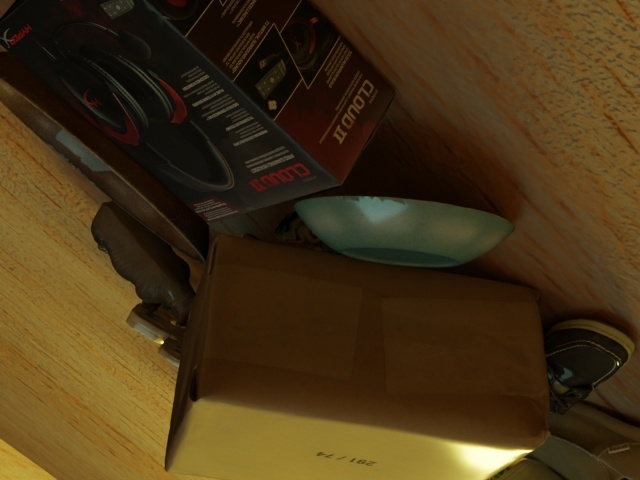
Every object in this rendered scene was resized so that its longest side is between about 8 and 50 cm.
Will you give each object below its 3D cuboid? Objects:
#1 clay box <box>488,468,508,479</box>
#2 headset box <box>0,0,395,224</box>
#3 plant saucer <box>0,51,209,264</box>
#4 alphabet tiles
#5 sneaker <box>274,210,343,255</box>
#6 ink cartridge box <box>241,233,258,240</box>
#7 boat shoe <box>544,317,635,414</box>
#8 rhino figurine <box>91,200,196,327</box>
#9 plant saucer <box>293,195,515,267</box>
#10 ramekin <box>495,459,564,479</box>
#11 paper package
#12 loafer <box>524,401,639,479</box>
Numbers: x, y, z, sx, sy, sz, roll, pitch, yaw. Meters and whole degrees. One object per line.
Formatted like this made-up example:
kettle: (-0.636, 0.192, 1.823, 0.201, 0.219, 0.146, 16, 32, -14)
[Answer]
clay box: (0.237, 0.370, 1.520, 0.127, 0.053, 0.222, -3, 139, 47)
headset box: (-0.098, -0.138, 0.913, 0.293, 0.110, 0.218, 43, 151, -23)
plant saucer: (-0.224, -0.092, 1.117, 0.310, 0.050, 0.310, 39, 170, 8)
alphabet tiles: (-0.110, 0.158, 1.383, 0.284, 0.021, 0.278, 31, -173, -1)
sneaker: (0.000, 0.000, 1.136, 0.069, 0.038, 0.098, 45, 151, -25)
ink cartridge box: (-0.057, 0.085, 1.305, 0.127, 0.072, 0.175, 27, 153, 6)
boat shoe: (0.234, 0.140, 1.097, 0.080, 0.073, 0.223, 33, 154, -6)
rhino figurine: (-0.192, 0.044, 1.309, 0.243, 0.073, 0.106, 46, 162, 23)
plant saucer: (0.071, -0.002, 0.958, 0.194, 0.038, 0.195, 5, 172, 1)
ramekin: (0.296, 0.376, 1.299, 0.273, 0.127, 0.273, 41, 177, 2)
paper package: (0.021, 0.150, 1.111, 0.324, 0.168, 0.309, 10, 153, -9)
loafer: (0.307, 0.243, 1.180, 0.268, 0.092, 0.102, 10, 147, 36)
